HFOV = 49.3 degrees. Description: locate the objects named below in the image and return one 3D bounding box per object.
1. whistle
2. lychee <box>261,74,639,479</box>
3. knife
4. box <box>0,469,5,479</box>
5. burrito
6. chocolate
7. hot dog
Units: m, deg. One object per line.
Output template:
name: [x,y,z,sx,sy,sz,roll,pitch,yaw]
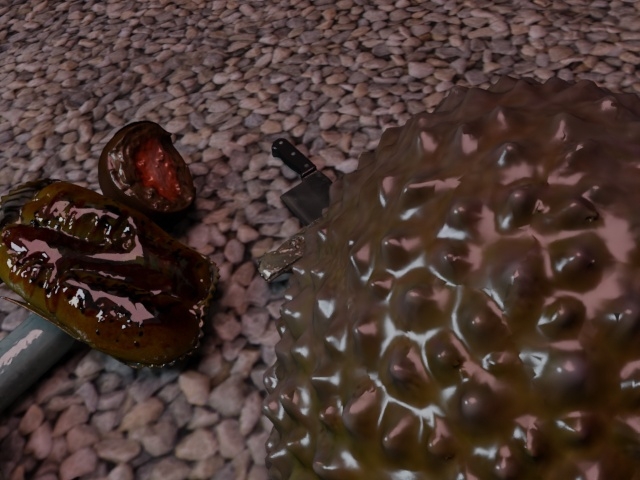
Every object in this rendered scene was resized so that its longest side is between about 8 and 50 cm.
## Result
whistle: [-0.334,0.136,0.757,0.062,0.062,0.312,22,53,32]
lychee: [0.149,0.094,0.467,0.380,0.380,0.432,18,68,29]
knife: [-0.013,-0.062,0.912,0.072,0.019,0.245,-30,48,-15]
box: [-0.348,0.254,0.589,0.168,0.071,0.259,-29,59,-16]
burrito: [-0.001,-0.002,0.824,0.171,0.042,0.051,-34,41,-16]
chocolate: [-0.223,-0.074,0.901,0.124,0.127,0.133,-3,52,-13]
hot dog: [-0.235,0.029,0.760,0.270,0.082,0.163,28,56,3]
